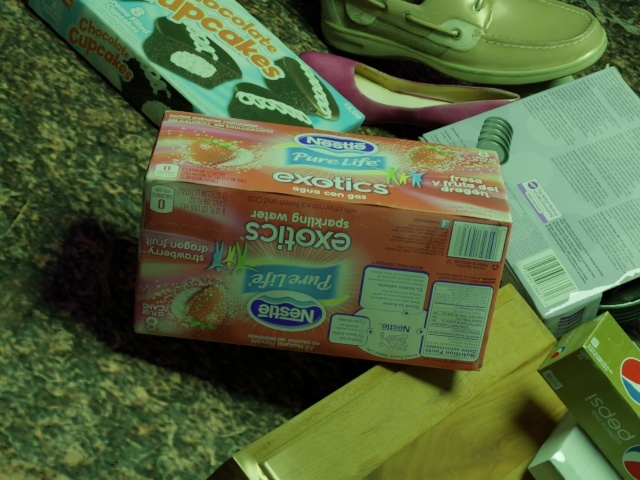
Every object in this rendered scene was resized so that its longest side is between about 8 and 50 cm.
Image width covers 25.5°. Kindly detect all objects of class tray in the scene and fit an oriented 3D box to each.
[{"bbox_3d":[0.102,0.194,1.200,0.411,0.076,0.203,-26,74,-47],"label":"tray"}]

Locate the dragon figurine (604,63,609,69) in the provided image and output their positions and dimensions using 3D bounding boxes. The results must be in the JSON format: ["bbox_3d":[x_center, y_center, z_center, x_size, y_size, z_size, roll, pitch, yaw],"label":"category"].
[{"bbox_3d":[0.445,-0.091,1.754,0.144,0.085,0.289,-17,64,-47],"label":"dragon figurine"}]

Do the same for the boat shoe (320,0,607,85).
[{"bbox_3d":[0.152,-0.259,1.592,0.341,0.110,0.121,10,43,20],"label":"boat shoe"}]

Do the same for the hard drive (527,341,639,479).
[{"bbox_3d":[0.326,0.263,1.257,0.307,0.040,0.203,52,42,-2],"label":"hard drive"}]

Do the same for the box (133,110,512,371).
[{"bbox_3d":[0.000,0.000,1.208,0.300,0.154,0.142,6,28,-2],"label":"box"}]

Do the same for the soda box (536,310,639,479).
[{"bbox_3d":[0.270,0.154,1.202,0.181,0.058,0.061,51,42,-3],"label":"soda box"}]

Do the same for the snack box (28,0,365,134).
[{"bbox_3d":[-0.127,-0.188,1.477,0.322,0.060,0.187,42,38,12],"label":"snack box"}]

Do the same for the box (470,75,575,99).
[{"bbox_3d":[0.271,-0.089,1.613,0.094,0.113,0.275,-1,48,-35],"label":"box"}]

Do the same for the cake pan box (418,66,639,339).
[{"bbox_3d":[0.266,-0.039,1.455,0.245,0.070,0.267,-23,58,-15],"label":"cake pan box"}]

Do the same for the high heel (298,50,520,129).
[{"bbox_3d":[0.098,-0.171,1.570,0.244,0.117,0.082,31,41,-3],"label":"high heel"}]
